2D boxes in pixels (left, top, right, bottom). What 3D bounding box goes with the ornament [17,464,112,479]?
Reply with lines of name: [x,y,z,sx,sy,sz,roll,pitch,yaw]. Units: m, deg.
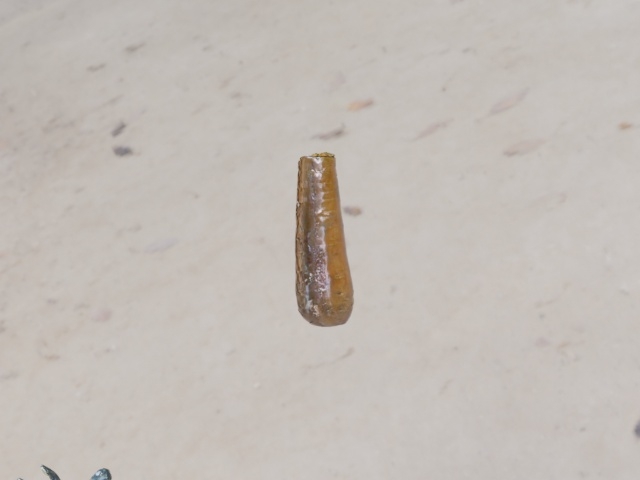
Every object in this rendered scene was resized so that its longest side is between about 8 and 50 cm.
ornament: [-0.055,0.113,0.349,0.028,0.125,0.073,-31,45,59]

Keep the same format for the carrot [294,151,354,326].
carrot: [0.000,0.000,1.017,0.055,0.161,0.055,-6,6,1]
